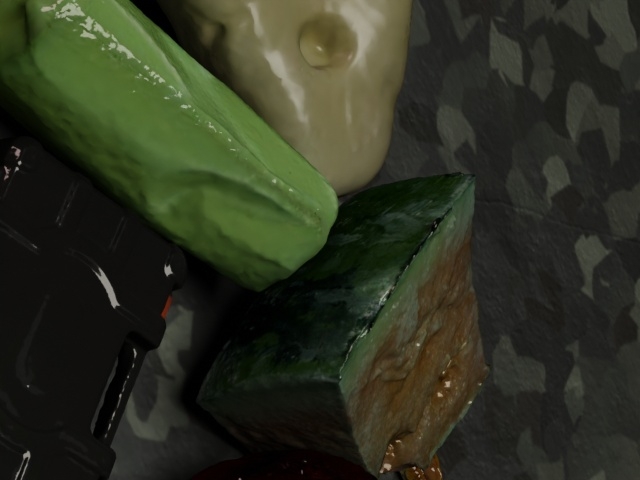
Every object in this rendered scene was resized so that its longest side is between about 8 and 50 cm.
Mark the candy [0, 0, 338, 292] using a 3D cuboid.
[{"bbox_3d":[-0.140,-0.091,1.522,0.343,0.132,0.142,40,89,-30],"label":"candy"}]

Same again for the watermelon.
[{"bbox_3d":[0.026,0.090,1.623,0.264,0.151,0.302,-53,151,-32],"label":"watermelon"}]

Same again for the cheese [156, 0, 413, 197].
[{"bbox_3d":[-0.059,-0.200,1.649,0.351,0.129,0.328,2,83,-41],"label":"cheese"}]

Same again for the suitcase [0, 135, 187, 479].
[{"bbox_3d":[-0.228,0.082,1.452,0.206,0.066,0.285,39,55,-32],"label":"suitcase"}]

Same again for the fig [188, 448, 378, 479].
[{"bbox_3d":[-0.033,0.289,1.489,0.224,0.224,0.263,40,61,-31],"label":"fig"}]

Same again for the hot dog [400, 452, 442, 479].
[{"bbox_3d":[0.089,0.200,1.770,0.044,0.028,0.137,-37,105,-51],"label":"hot dog"}]
